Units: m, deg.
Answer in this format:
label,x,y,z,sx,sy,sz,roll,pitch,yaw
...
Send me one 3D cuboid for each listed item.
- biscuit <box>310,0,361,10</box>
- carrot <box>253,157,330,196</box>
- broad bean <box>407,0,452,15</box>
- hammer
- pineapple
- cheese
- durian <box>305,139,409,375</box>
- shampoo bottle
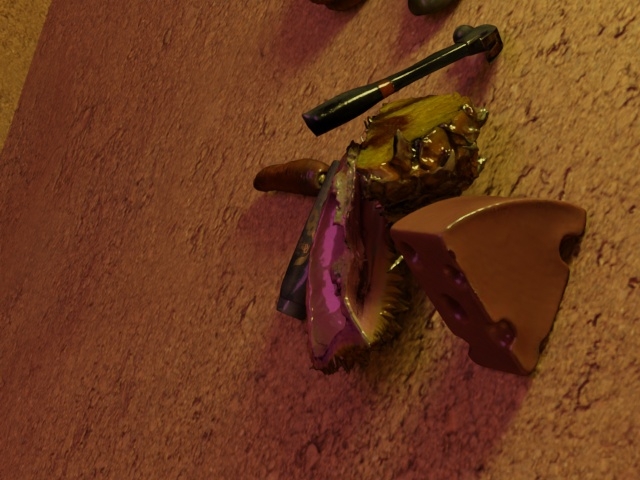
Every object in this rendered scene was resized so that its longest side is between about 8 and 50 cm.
label,x,y,z,sx,sy,sz,roll,pitch,yaw
biscuit,0.052,-0.474,2.295,0.220,0.066,0.220,-38,39,40
carrot,-0.047,-0.096,2.195,0.248,0.059,0.059,3,72,63
broad bean,0.185,-0.421,2.042,0.153,0.072,0.207,4,84,63
hammer,0.109,-0.209,1.846,0.290,0.037,0.137,-28,17,-15
pineapple,0.145,-0.090,1.784,0.161,0.158,0.334,-14,11,11
cheese,0.215,0.018,1.612,0.177,0.203,0.128,-40,18,-19
durian,0.051,0.041,1.855,0.191,0.112,0.341,111,162,-51
shampoo bottle,0.000,0.000,2.041,0.087,0.049,0.234,19,86,64
